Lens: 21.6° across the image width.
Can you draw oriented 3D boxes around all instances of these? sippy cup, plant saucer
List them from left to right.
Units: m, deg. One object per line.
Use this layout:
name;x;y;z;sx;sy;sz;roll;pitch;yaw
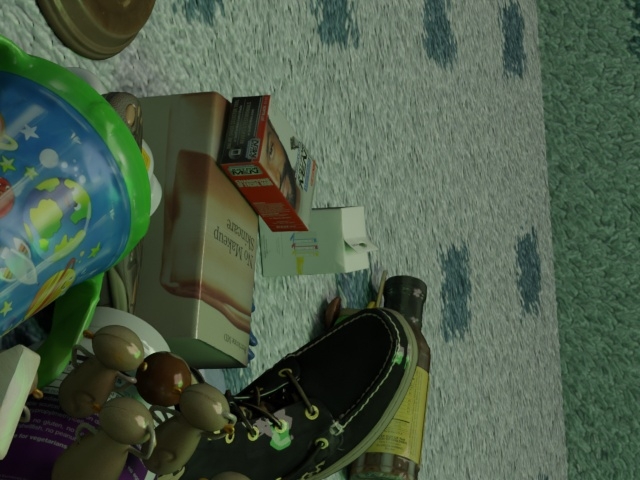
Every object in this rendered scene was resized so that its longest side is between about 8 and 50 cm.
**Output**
sippy cup;-0.306;-0.016;1.497;0.305;0.240;0.224;46;45;-6
plant saucer;-0.252;-0.343;1.892;0.278;0.041;0.278;-3;90;-67

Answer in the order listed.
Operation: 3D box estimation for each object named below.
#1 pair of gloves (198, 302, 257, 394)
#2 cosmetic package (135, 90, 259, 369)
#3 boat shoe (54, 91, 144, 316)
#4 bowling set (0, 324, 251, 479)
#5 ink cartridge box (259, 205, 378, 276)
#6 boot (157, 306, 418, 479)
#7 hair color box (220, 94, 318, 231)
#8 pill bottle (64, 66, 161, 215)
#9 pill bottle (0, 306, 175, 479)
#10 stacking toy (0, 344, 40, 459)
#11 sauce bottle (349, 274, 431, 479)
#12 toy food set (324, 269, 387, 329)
pair of gloves;-0.130;0.121;2.138;0.198;0.023;0.159;-63;144;-50
cosmetic package;-0.157;-0.008;1.949;0.153;0.129;0.296;38;53;-63
boat shoe;-0.250;-0.012;1.724;0.132;0.130;0.355;-87;-177;-49
bowling set;-0.166;0.141;1.497;0.287;0.154;0.200;32;45;-9
ink cartridge box;0.000;0.000;2.311;0.092;0.143;0.090;-11;97;-68
boot;-0.087;0.191;1.867;0.284;0.377;0.138;32;22;-57
hair color box;-0.057;-0.088;1.967;0.167;0.053;0.093;52;40;-55
pill bottle;-0.241;-0.093;1.792;0.184;0.103;0.103;57;36;-49
pill bottle;-0.250;0.221;1.619;0.323;0.181;0.181;-71;149;-44
stacking toy;-0.368;0.180;1.237;0.130;0.279;0.309;38;53;-47
sauce bottle;0.115;0.221;2.604;0.111;0.111;0.344;54;38;-52
toy food set;0.031;0.148;2.482;0.128;0.071;0.218;98;10;-45
